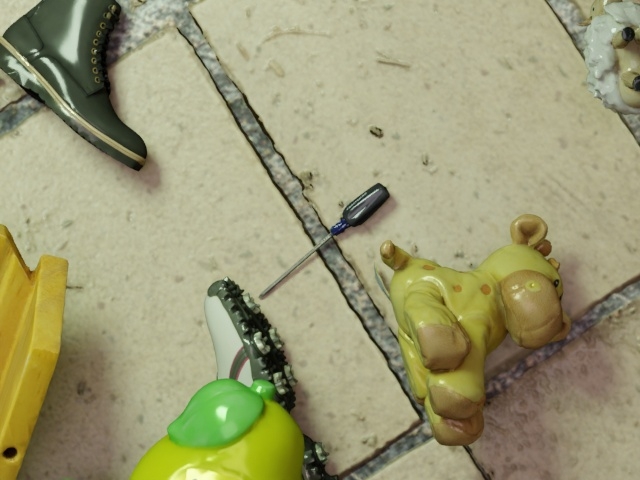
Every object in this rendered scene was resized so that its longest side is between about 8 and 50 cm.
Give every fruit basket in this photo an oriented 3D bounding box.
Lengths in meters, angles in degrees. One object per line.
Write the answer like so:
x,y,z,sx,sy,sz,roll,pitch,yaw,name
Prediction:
-0.112,0.324,1.768,0.392,0.283,0.392,9,131,11,fruit basket

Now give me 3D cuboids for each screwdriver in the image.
0.000,0.000,1.929,0.170,0.024,0.025,-37,56,9,screwdriver

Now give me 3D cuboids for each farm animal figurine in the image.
0.355,-0.323,1.844,0.330,0.172,0.326,-24,99,-4,farm animal figurine

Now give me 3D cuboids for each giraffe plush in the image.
0.161,0.072,1.859,0.170,0.181,0.210,-17,52,-6,giraffe plush

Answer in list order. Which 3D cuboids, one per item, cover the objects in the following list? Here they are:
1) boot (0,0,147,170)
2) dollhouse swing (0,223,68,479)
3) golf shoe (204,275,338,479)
-0.221,-0.176,1.927,0.198,0.077,0.137,40,87,4,boot
-0.428,0.161,1.736,0.347,0.305,0.315,15,113,-16,dollhouse swing
-0.074,0.173,1.888,0.120,0.105,0.273,-22,86,11,golf shoe
